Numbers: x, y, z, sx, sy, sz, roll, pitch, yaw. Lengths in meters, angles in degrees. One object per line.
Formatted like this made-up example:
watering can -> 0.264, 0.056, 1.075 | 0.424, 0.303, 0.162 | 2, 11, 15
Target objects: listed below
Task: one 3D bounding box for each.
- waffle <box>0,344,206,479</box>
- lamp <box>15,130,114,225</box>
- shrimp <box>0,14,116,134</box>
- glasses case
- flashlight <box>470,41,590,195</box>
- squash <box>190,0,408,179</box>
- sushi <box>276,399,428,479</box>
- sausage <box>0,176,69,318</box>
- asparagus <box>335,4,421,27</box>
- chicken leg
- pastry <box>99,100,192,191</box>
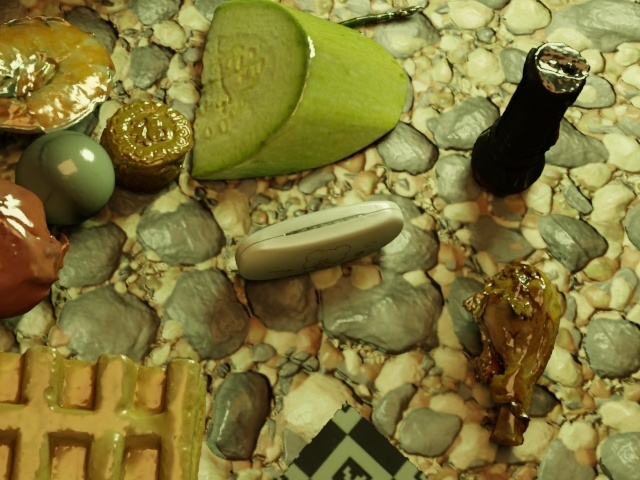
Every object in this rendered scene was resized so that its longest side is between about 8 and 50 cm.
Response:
waffle -> -0.283, 0.249, 1.253 | 0.348, 0.077, 0.304 | 5, 66, -6
lamp -> -0.274, -0.066, 1.397 | 0.105, 0.105, 0.105 | 4, 63, -8
shrimp -> -0.359, -0.158, 1.424 | 0.164, 0.062, 0.317 | 40, 49, 23
glasses case -> 0.000, 0.000, 1.429 | 0.193, 0.074, 0.049 | -15, 64, -17
flashlight -> 0.236, -0.134, 1.449 | 0.093, 0.232, 0.093 | 4, 65, -9
squash -> -0.022, -0.165, 1.534 | 0.204, 0.155, 0.236 | -7, 67, 28
sushi -> 0.034, 0.399, 1.243 | 0.343, 0.064, 0.359 | 43, 61, 2
sausage -> -0.394, -0.012, 1.319 | 0.280, 0.152, 0.152 | 19, 62, 0
asparagus -> 0.049, -0.268, 1.606 | 0.163, 0.016, 0.016 | -16, 42, -17
chicken leg -> 0.205, 0.118, 1.403 | 0.101, 0.085, 0.207 | 32, 61, -43
pastry -> -0.196, -0.105, 1.459 | 0.109, 0.057, 0.097 | -28, 66, -24
